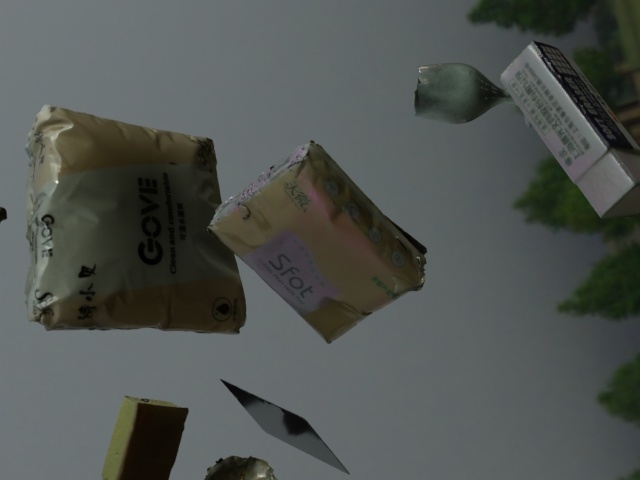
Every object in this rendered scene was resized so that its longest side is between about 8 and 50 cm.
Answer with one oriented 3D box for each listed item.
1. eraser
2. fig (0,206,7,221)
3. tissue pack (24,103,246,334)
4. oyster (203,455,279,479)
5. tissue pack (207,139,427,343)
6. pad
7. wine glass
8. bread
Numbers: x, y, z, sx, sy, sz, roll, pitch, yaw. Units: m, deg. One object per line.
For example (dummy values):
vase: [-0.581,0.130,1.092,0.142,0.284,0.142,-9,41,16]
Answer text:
eraser: [0.402,-0.169,1.827,0.130,0.086,0.287,-1,-127,-50]
fig: [-0.599,0.013,1.872,0.245,0.195,0.195,-28,-77,-49]
tissue pack: [-0.311,-0.018,1.945,0.390,0.195,0.375,4,-115,-37]
oyster: [-0.130,0.379,1.828,0.148,0.051,0.103,4,-143,-37]
tissue pack: [0.000,0.000,1.702,0.257,0.215,0.123,46,-145,-13]
pad: [-0.054,0.272,1.757,0.003,0.211,0.143,-49,-53,-19]
wine glass: [0.308,-0.290,2.381,0.126,0.241,0.126,-176,90,-90]
bread: [-0.378,0.495,2.398,0.138,0.077,0.361,15,-88,-47]
